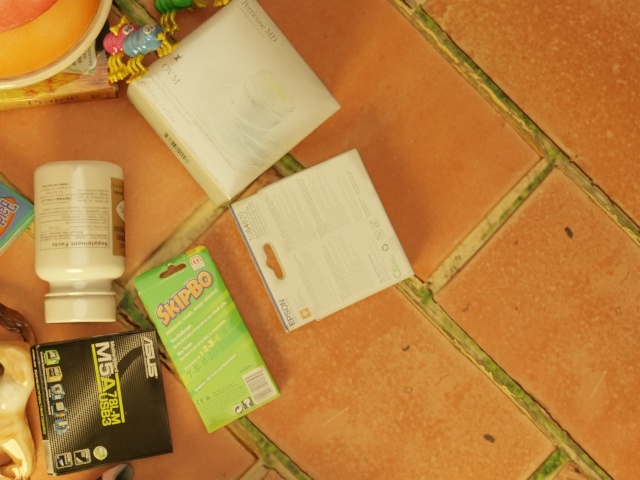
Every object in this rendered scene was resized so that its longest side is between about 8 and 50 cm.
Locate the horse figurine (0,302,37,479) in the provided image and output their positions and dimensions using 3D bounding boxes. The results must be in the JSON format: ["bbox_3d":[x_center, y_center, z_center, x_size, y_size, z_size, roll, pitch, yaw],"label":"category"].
[{"bbox_3d":[-0.474,0.212,1.645,0.175,0.066,0.263,15,82,-6],"label":"horse figurine"}]

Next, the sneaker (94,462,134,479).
[{"bbox_3d":[-0.217,0.423,1.583,0.319,0.112,0.131,28,69,27],"label":"sneaker"}]

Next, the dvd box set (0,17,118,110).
[{"bbox_3d":[-0.532,-0.342,1.698,0.421,0.062,0.307,-7,85,-10],"label":"dvd box set"}]

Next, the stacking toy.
[{"bbox_3d":[-0.441,-0.410,1.445,0.351,0.480,0.350,1,83,-10],"label":"stacking toy"}]

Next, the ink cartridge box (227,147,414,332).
[{"bbox_3d":[0.000,0.000,1.752,0.224,0.045,0.223,-24,87,-10],"label":"ink cartridge box"}]

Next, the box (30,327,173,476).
[{"bbox_3d":[-0.317,0.232,1.650,0.184,0.045,0.190,-6,84,-28],"label":"box"}]

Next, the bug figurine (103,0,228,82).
[{"bbox_3d":[-0.219,-0.329,1.639,0.072,0.216,0.279,53,57,-20],"label":"bug figurine"}]

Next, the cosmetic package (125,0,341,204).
[{"bbox_3d":[-0.132,-0.211,1.699,0.225,0.138,0.224,-41,97,-12],"label":"cosmetic package"}]

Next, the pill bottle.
[{"bbox_3d":[-0.351,0.005,1.654,0.131,0.131,0.229,-1,84,-9],"label":"pill bottle"}]

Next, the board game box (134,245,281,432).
[{"bbox_3d":[-0.173,0.147,1.715,0.124,0.039,0.259,-27,91,-11],"label":"board game box"}]

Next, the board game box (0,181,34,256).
[{"bbox_3d":[-0.542,-0.048,1.637,0.210,0.047,0.160,36,49,-3],"label":"board game box"}]
